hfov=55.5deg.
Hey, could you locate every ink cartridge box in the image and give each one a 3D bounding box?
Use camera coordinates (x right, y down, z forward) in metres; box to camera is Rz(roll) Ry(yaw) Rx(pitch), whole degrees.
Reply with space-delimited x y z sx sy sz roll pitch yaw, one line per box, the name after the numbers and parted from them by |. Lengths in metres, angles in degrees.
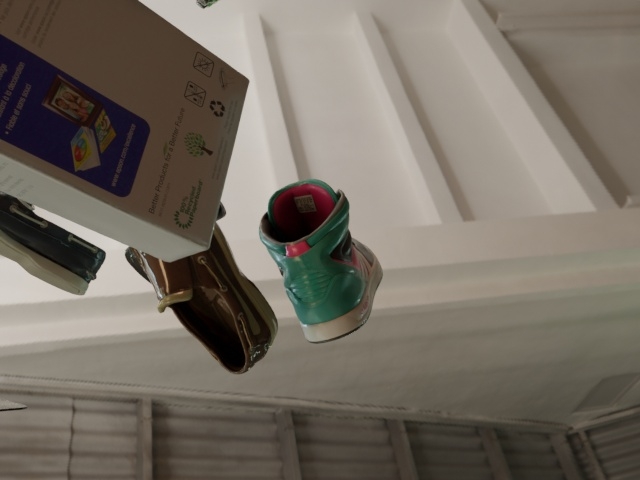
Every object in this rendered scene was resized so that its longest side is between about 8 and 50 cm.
-0.204 -0.122 0.398 0.333 0.065 0.165 31 -122 -37 | ink cartridge box

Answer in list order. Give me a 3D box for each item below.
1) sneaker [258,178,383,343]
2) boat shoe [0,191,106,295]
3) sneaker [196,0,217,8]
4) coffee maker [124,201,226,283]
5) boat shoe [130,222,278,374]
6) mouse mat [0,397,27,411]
0.000 0.000 0.830 0.124 0.178 0.295 -18 -167 10 | sneaker
-0.393 -0.023 0.781 0.255 0.095 0.079 38 -121 -26 | boat shoe
-0.062 -0.329 0.468 0.146 0.343 0.134 -34 -102 -32 | sneaker
-0.272 0.000 1.123 0.120 0.171 0.178 30 -142 -8 | coffee maker
-0.142 0.037 0.658 0.257 0.095 0.095 50 -152 -12 | boat shoe
-0.469 0.204 0.752 0.153 0.190 0.007 7 -102 -42 | mouse mat
